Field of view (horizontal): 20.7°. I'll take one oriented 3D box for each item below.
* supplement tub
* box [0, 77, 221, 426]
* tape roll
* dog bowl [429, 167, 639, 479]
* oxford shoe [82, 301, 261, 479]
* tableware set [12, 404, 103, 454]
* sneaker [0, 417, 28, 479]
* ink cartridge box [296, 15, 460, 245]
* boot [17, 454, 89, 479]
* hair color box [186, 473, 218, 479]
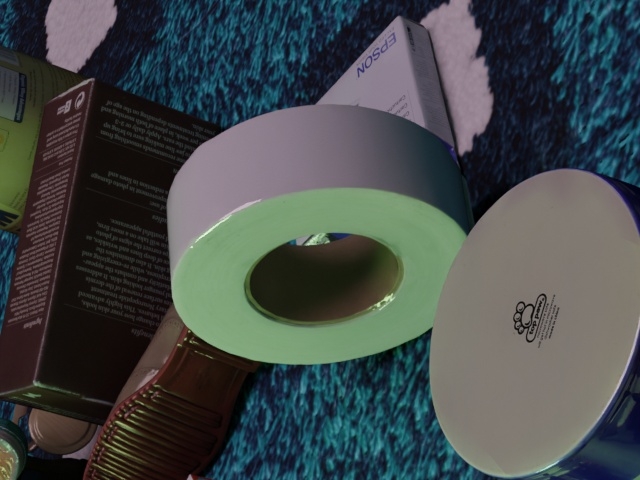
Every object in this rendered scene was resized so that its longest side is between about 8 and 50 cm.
[{"bbox_3d":[-0.390,-0.124,2.261,0.228,0.316,0.228,-33,48,46],"label":"supplement tub"},{"bbox_3d":[-0.254,0.022,2.100,0.143,0.191,0.381,-19,57,52],"label":"box"},{"bbox_3d":[0.000,0.000,1.631,0.286,0.286,0.100,-43,41,38],"label":"tape roll"},{"bbox_3d":[0.209,0.078,1.435,0.265,0.104,0.265,-33,48,45],"label":"dog bowl"},{"bbox_3d":[-0.152,0.157,1.963,0.348,0.123,0.130,-53,20,18],"label":"oxford shoe"},{"bbox_3d":[-0.308,0.180,2.183,0.039,0.128,0.194,84,-166,-64],"label":"tableware set"},{"bbox_3d":[-0.432,0.265,2.133,0.302,0.108,0.121,-36,19,45],"label":"sneaker"},{"bbox_3d":[0.048,-0.083,1.824,0.223,0.045,0.224,-45,41,35],"label":"ink cartridge box"},{"bbox_3d":[-0.367,0.340,2.183,0.219,0.106,0.082,-53,36,27],"label":"boot"},{"bbox_3d":[-0.111,0.334,1.844,0.093,0.053,0.167,-61,34,18],"label":"hair color box"}]
